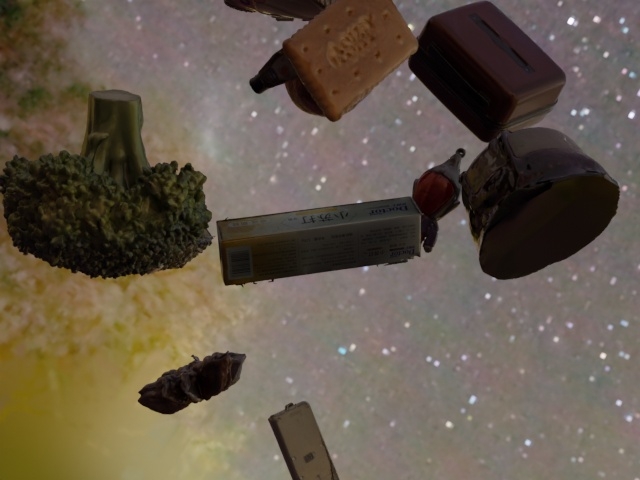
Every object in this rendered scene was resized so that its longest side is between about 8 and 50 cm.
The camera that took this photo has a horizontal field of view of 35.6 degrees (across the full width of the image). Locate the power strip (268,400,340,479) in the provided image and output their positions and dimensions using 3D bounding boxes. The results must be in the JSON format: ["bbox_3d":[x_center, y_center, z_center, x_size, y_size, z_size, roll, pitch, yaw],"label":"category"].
[{"bbox_3d":[-0.027,0.391,1.840,0.035,0.081,0.192,-23,-91,64],"label":"power strip"}]

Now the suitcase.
[{"bbox_3d":[0.357,-0.368,2.154,0.297,0.236,0.161,50,-37,20],"label":"suitcase"}]

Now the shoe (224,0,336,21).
[{"bbox_3d":[-0.052,-0.561,2.168,0.351,0.172,0.198,19,-18,-20],"label":"shoe"}]

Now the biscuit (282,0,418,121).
[{"bbox_3d":[0.056,-0.324,1.665,0.030,0.249,0.160,-11,-63,56],"label":"biscuit"}]

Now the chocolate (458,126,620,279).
[{"bbox_3d":[0.361,-0.083,1.748,0.186,0.283,0.284,63,-1,32],"label":"chocolate"}]

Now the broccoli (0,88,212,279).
[{"bbox_3d":[-0.294,-0.055,1.352,0.288,0.235,0.260,2,-48,-14],"label":"broccoli"}]

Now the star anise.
[{"bbox_3d":[-0.242,0.274,1.980,0.236,0.229,0.093,-27,-93,54],"label":"star anise"}]

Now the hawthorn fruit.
[{"bbox_3d":[0.016,-0.327,1.970,0.189,0.189,0.189,29,-19,11],"label":"hawthorn fruit"}]

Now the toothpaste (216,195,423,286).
[{"bbox_3d":[0.000,0.000,1.528,0.071,0.312,0.089,-112,-164,-61],"label":"toothpaste"}]

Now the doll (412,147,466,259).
[{"bbox_3d":[0.208,-0.074,1.857,0.102,0.228,0.075,28,-2,23],"label":"doll"}]

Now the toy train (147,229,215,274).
[{"bbox_3d":[-0.335,-0.027,2.018,0.177,0.134,0.261,55,12,7],"label":"toy train"}]

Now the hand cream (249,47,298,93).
[{"bbox_3d":[-0.059,-0.326,1.838,0.062,0.163,0.039,57,21,-3],"label":"hand cream"}]
